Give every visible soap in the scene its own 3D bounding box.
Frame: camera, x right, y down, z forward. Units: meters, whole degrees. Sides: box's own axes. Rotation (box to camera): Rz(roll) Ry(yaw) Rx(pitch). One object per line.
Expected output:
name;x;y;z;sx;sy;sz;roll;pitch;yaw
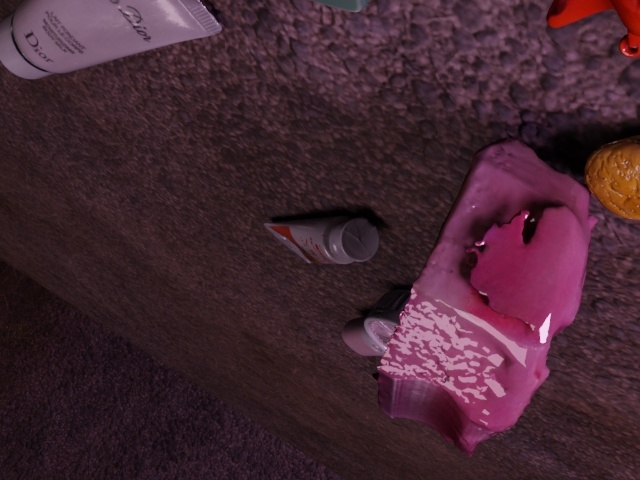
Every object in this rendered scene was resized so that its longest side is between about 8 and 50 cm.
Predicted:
soap;0.141;0.064;0.689;0.127;0.220;0.325;24;163;9

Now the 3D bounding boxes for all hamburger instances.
hamburger;0.237;-0.046;0.567;0.076;0.044;0.083;44;159;-18

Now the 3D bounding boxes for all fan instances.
fan;0.101;0.132;1.076;0.130;0.074;0.244;40;158;-12

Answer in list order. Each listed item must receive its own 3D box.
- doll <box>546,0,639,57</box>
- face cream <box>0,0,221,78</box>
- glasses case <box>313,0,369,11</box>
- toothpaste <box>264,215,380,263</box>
doll;0.185;-0.155;0.401;0.109;0.057;0.169;30;158;17
face cream;-0.243;-0.241;0.826;0.314;0.089;0.143;-6;135;43
glasses case;-0.005;-0.242;0.521;0.078;0.039;0.184;24;155;24
toothpaste;0.000;0.000;0.995;0.089;0.057;0.234;41;165;-17
